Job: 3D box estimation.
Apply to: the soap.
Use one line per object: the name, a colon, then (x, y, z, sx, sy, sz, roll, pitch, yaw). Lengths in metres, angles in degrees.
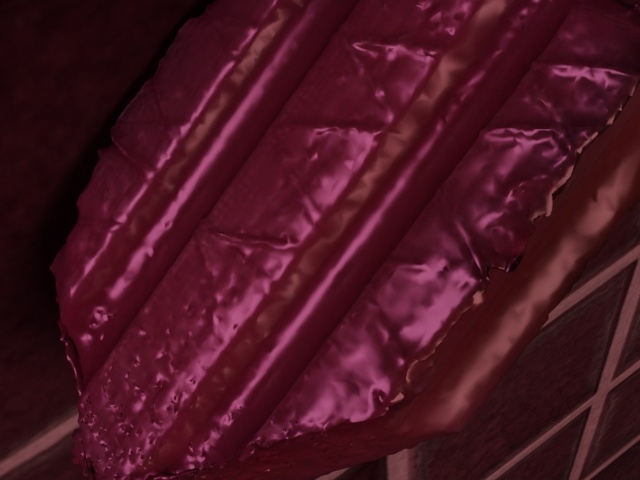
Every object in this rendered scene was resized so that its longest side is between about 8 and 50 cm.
soap: (0.000, 0.000, 0.443, 0.289, 0.182, 0.112, -54, 150, 7)
